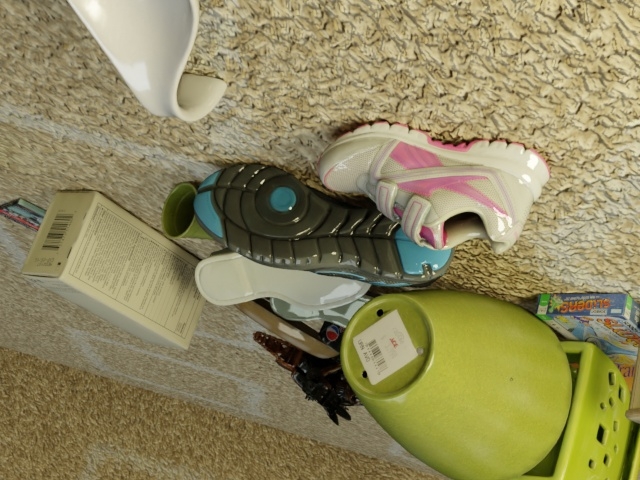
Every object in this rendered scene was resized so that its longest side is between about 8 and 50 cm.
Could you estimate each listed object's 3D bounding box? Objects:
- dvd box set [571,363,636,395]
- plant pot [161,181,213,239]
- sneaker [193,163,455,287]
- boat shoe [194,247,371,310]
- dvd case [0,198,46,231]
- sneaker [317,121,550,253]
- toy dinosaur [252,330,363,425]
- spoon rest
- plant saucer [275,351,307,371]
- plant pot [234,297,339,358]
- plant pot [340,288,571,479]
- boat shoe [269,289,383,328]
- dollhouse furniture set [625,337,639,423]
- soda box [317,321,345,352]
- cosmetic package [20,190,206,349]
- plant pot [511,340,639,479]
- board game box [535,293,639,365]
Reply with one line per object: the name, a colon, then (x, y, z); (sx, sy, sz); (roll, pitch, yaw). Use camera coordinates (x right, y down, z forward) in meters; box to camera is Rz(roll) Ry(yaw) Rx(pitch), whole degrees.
dvd box set: (0.538, 0.286, 1.574); (0.307, 0.062, 0.420); (28, 157, -28)
plant pot: (-0.173, -0.033, 1.302); (0.083, 0.083, 0.079); (-4, 163, 45)
sneaker: (0.000, 0.000, 1.170); (0.340, 0.125, 0.140); (16, 165, 8)
boat shoe: (-0.047, 0.041, 1.404); (0.319, 0.116, 0.099); (-5, -166, 33)
dvd case: (-0.532, -0.045, 1.640); (0.087, 0.013, 0.119); (30, 157, -32)
sneaker: (0.109, -0.051, 0.962); (0.252, 0.111, 0.103); (8, 158, 23)
toy dinosaur: (-0.001, 0.283, 1.893); (0.321, 0.164, 0.218); (9, 179, -24)
spoon rest: (-0.158, -0.192, 0.849); (0.137, 0.084, 0.276); (11, 160, 16)
plant saucer: (-0.021, 0.290, 2.083); (0.168, 0.029, 0.168); (15, 161, 5)
plant pot: (-0.068, 0.150, 1.620); (0.236, 0.032, 0.236); (31, 179, 1)
plant pot: (0.160, 0.178, 1.223); (0.274, 0.275, 0.293); (2, 164, 35)
boat shoe: (0.033, 0.098, 1.487); (0.227, 0.069, 0.081); (9, 125, 17)
dollhouse furniture set: (0.538, 0.186, 1.164); (0.242, 0.161, 0.212); (21, 159, -12)
soda box: (0.075, 0.171, 1.579); (0.169, 0.053, 0.060); (18, -169, -47)
cosmetic package: (-0.334, 0.055, 1.534); (0.113, 0.160, 0.309); (3, 155, 36)
plant pot: (0.367, 0.301, 1.388); (0.207, 0.227, 0.228); (33, 155, -27)
board game box: (0.421, 0.130, 1.297); (0.136, 0.035, 0.201); (-5, 151, 46)
